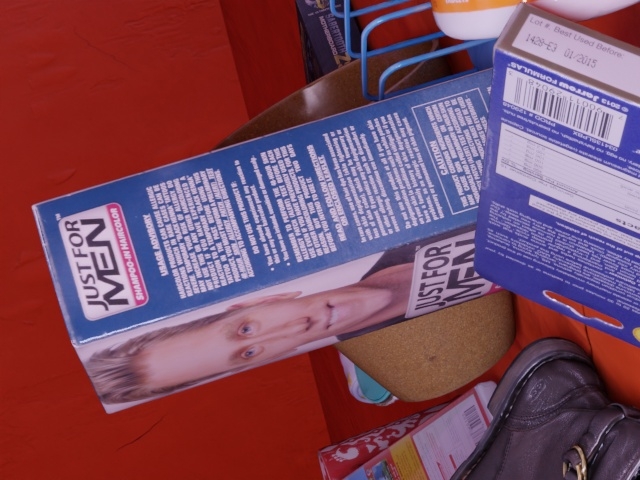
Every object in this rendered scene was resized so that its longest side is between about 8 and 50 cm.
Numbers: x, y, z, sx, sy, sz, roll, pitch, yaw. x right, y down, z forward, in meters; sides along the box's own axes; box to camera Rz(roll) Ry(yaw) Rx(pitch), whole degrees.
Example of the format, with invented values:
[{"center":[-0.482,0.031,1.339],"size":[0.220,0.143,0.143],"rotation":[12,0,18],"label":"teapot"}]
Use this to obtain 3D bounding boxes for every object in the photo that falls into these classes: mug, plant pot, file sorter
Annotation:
[{"center":[0.088,0.236,1.736],"size":[0.150,0.169,0.113],"rotation":[81,171,-51],"label":"mug"},{"center":[0.051,-0.002,1.328],"size":[0.254,0.237,0.237],"rotation":[60,177,-15],"label":"plant pot"},{"center":[0.067,-0.172,1.159],"size":[0.118,0.104,0.170],"rotation":[85,167,-64],"label":"file sorter"}]

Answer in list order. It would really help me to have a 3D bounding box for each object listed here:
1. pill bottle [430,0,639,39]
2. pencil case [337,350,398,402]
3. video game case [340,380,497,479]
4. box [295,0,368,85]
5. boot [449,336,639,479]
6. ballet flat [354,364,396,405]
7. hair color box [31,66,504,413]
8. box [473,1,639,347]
[{"center":[0.089,-0.216,0.759],"size":[0.121,0.121,0.221],"rotation":[-129,23,-74],"label":"pill bottle"},{"center":[0.050,0.055,1.868],"size":[0.124,0.113,0.273],"rotation":[58,-169,-58],"label":"pencil case"},{"center":[0.116,0.286,1.553],"size":[0.285,0.025,0.204],"rotation":[-42,62,45],"label":"video game case"},{"center":[0.030,-0.142,1.768],"size":[0.232,0.059,0.183],"rotation":[82,169,-59],"label":"box"},{"center":[0.157,0.201,1.076],"size":[0.229,0.091,0.263],"rotation":[-121,45,-70],"label":"boot"},{"center":[0.076,0.055,1.725],"size":[0.091,0.077,0.241],"rotation":[-1,95,42],"label":"ballet flat"},{"center":[0.000,0.000,1.066],"size":[0.174,0.347,0.105],"rotation":[89,163,-69],"label":"hair color box"},{"center":[0.146,-0.019,0.791],"size":[0.036,0.136,0.225],"rotation":[-60,-15,-24],"label":"box"}]
